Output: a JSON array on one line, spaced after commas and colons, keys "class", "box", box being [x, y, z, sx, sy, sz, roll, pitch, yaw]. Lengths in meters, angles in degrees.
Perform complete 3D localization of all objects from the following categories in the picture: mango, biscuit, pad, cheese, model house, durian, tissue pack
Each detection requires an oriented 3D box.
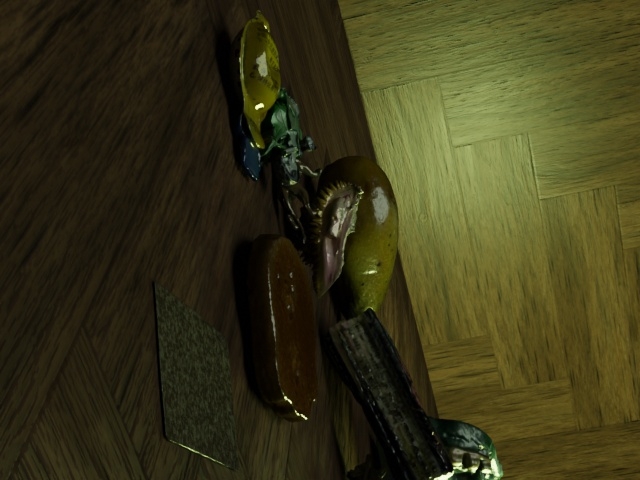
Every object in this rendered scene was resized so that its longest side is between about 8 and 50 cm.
[{"class": "mango", "box": [0.080, -0.003, 2.036, 0.177, 0.176, 0.329, -31, 118, -32]}, {"class": "biscuit", "box": [-0.053, 0.117, 1.424, 0.273, 0.049, 0.257, 45, 38, -71]}, {"class": "pad", "box": [-0.126, 0.149, 1.088, 0.235, 0.003, 0.158, 57, 24, -67]}, {"class": "cheese", "box": [-0.097, -0.212, 1.508, 0.156, 0.064, 0.250, 54, 36, -67]}, {"class": "model house", "box": [0.249, 0.579, 2.169, 0.295, 0.252, 0.329, 68, 21, -52]}, {"class": "durian", "box": [-0.003, -0.008, 1.715, 0.078, 0.140, 0.224, 35, 45, -31]}, {"class": "tissue pack", "box": [0.124, 0.300, 1.886, 0.245, 0.123, 0.332, 71, -6, -73]}]

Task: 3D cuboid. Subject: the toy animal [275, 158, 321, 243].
[{"class": "toy animal", "box": [-0.041, -0.088, 1.699, 0.086, 0.069, 0.219, 28, 43, -51]}]

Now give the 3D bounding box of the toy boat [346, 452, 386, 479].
[{"class": "toy boat", "box": [0.075, 0.444, 1.766, 0.210, 0.066, 0.084, -68, 144, -72]}]

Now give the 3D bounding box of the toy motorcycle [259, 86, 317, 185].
[{"class": "toy motorcycle", "box": [-0.064, -0.174, 1.628, 0.106, 0.074, 0.190, 46, 32, -40]}]
